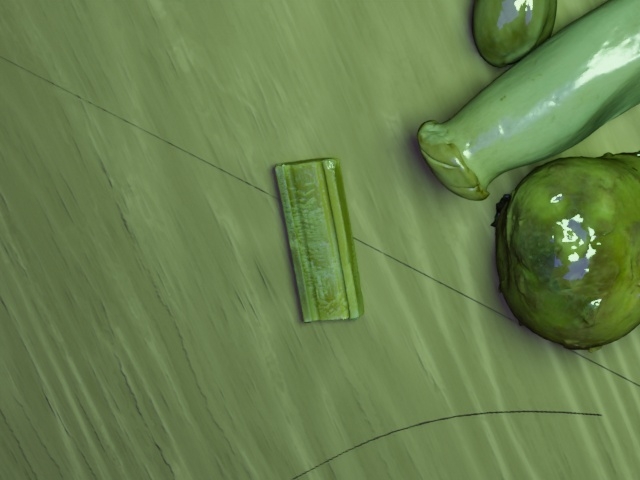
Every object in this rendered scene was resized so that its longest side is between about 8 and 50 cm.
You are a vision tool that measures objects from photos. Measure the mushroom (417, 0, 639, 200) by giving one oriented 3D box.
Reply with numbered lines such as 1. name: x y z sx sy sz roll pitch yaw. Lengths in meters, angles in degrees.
1. mushroom: 0.320 -0.196 1.891 0.407 0.154 0.137 -32 82 13

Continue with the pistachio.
1. pistachio: 0.254 -0.316 1.919 0.108 0.126 0.185 -1 114 -27

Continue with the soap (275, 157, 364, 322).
1. soap: 0.000 0.000 2.152 0.092 0.037 0.252 -4 108 17

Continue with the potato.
1. potato: 0.345 0.034 1.946 0.301 0.237 0.288 -30 99 25
